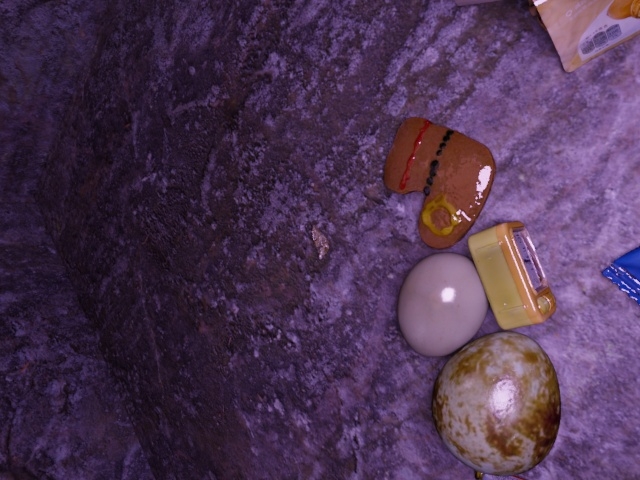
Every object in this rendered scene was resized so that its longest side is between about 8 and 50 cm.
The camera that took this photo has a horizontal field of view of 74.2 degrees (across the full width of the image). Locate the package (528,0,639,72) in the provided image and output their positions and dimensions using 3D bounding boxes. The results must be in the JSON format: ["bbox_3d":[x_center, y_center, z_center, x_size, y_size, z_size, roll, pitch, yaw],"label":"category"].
[{"bbox_3d":[0.526,-0.483,0.724,0.311,0.221,0.165,-29,55,33],"label":"package"}]

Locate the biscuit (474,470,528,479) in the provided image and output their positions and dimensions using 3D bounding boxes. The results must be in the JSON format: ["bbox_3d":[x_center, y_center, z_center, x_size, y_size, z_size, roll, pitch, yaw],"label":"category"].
[{"bbox_3d":[0.477,0.545,0.904,0.291,0.026,0.048,6,92,35],"label":"biscuit"}]

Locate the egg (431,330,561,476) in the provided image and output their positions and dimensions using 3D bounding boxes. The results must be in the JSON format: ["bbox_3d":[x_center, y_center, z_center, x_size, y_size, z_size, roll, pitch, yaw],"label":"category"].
[{"bbox_3d":[0.353,0.319,0.851,0.238,0.238,0.290,26,100,32],"label":"egg"}]

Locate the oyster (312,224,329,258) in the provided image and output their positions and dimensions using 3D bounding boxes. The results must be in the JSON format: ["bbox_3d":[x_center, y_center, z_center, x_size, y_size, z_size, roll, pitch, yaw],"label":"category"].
[{"bbox_3d":[0.000,0.000,1.197,0.038,0.081,0.083,-12,120,14],"label":"oyster"}]

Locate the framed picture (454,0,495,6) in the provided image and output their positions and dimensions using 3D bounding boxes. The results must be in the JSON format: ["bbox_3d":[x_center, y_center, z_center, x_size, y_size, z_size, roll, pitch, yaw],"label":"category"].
[{"bbox_3d":[0.460,-0.584,0.683,0.446,0.028,0.326,-56,38,2],"label":"framed picture"}]

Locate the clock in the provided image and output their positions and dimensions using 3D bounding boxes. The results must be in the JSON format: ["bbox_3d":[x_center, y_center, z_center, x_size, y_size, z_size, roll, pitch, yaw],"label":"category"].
[{"bbox_3d":[0.393,0.067,0.864,0.096,0.143,0.202,-27,77,42],"label":"clock"}]

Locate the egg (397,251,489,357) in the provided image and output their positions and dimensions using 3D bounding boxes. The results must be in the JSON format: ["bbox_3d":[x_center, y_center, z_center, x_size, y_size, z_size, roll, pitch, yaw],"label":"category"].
[{"bbox_3d":[0.265,0.146,0.935,0.188,0.188,0.254,28,117,32],"label":"egg"}]

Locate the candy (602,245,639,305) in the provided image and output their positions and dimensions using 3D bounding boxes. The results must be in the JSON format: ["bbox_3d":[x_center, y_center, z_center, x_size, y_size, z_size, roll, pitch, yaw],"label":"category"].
[{"bbox_3d":[0.678,0.013,0.697,0.331,0.077,0.187,-51,58,26],"label":"candy"}]

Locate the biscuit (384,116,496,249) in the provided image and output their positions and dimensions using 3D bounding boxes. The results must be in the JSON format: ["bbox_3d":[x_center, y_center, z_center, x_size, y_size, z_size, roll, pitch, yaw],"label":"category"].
[{"bbox_3d":[0.258,-0.137,1.006,0.277,0.052,0.262,37,113,29],"label":"biscuit"}]
